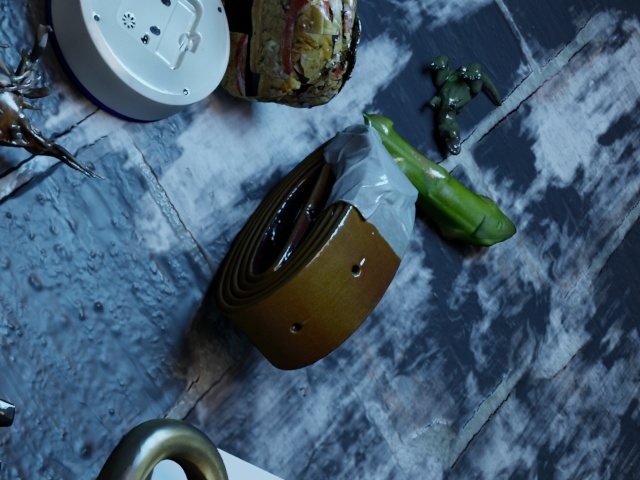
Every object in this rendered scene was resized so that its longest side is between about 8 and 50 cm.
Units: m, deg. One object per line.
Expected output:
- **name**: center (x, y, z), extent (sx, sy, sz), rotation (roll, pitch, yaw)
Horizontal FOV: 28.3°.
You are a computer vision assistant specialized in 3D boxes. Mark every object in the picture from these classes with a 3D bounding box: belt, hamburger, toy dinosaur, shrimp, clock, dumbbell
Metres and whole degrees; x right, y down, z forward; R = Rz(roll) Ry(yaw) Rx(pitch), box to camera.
- **belt**: center (0.000, 0.000, 1.580), extent (0.122, 0.217, 0.339), rotation (49, 45, -23)
- **hamburger**: center (-0.050, -0.278, 1.624), extent (0.107, 0.231, 0.231), rotation (-10, 83, -46)
- **toy dinosaur**: center (0.217, -0.210, 2.027), extent (0.187, 0.087, 0.179), rotation (-64, 160, -20)
- **shrimp**: center (-0.358, -0.171, 1.347), extent (0.343, 0.116, 0.145), rotation (39, 59, -26)
- **clock**: center (-0.217, -0.263, 1.553), extent (0.230, 0.083, 0.230), rotation (16, 67, -43)
- **dumbbell**: center (-0.338, 0.204, 1.296), extent (0.036, 0.040, 0.083), rotation (13, 63, -8)

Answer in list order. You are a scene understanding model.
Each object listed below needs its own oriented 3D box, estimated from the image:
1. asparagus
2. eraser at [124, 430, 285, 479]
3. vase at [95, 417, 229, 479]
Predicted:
- **asparagus**: center (0.159, -0.083, 1.874), extent (0.343, 0.085, 0.082), rotation (32, 52, -33)
- **eraser**: center (-0.098, 0.305, 1.476), extent (0.298, 0.078, 0.076), rotation (33, 55, -33)
- **vase**: center (-0.154, 0.342, 1.276), extent (0.302, 0.241, 0.329), rotation (-10, 100, -54)
